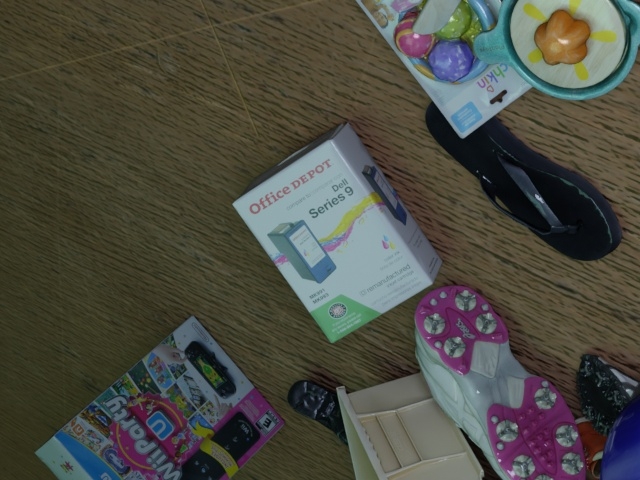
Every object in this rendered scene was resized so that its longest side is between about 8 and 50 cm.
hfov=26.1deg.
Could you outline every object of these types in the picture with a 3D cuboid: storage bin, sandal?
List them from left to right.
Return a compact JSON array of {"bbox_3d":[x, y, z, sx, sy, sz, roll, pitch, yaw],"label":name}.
[{"bbox_3d":[0.133,0.347,1.775,0.260,0.123,0.262,-117,13,-56],"label":"storage bin"},{"bbox_3d":[0.209,-0.060,1.494,0.254,0.054,0.097,39,142,12],"label":"sandal"}]

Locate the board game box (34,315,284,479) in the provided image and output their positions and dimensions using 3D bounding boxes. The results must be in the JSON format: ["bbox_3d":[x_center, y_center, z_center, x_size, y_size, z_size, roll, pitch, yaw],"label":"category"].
[{"bbox_3d":[-0.231,0.292,2.037,0.224,0.303,0.097,49,143,-2],"label":"board game box"}]

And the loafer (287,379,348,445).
[{"bbox_3d":[0.035,0.249,1.953,0.170,0.062,0.061,33,180,9],"label":"loafer"}]

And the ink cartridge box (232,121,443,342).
[{"bbox_3d":[0.021,-0.010,1.647,0.154,0.093,0.212,-31,98,21],"label":"ink cartridge box"}]

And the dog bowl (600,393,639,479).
[{"bbox_3d":[0.418,0.254,1.391,0.265,0.265,0.104,48,146,0],"label":"dog bowl"}]

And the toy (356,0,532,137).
[{"bbox_3d":[0.111,-0.227,1.424,0.137,0.056,0.237,-37,88,41],"label":"toy"}]

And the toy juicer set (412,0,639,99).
[{"bbox_3d":[0.232,-0.224,1.258,0.329,0.089,0.209,21,130,19],"label":"toy juicer set"}]

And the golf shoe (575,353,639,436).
[{"bbox_3d":[0.367,0.194,1.551,0.198,0.094,0.077,49,138,45],"label":"golf shoe"}]

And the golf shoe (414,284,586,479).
[{"bbox_3d":[0.211,0.201,1.660,0.306,0.115,0.140,60,160,20],"label":"golf shoe"}]

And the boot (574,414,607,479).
[{"bbox_3d":[0.325,0.249,1.631,0.059,0.084,0.158,53,144,-9],"label":"boot"}]
